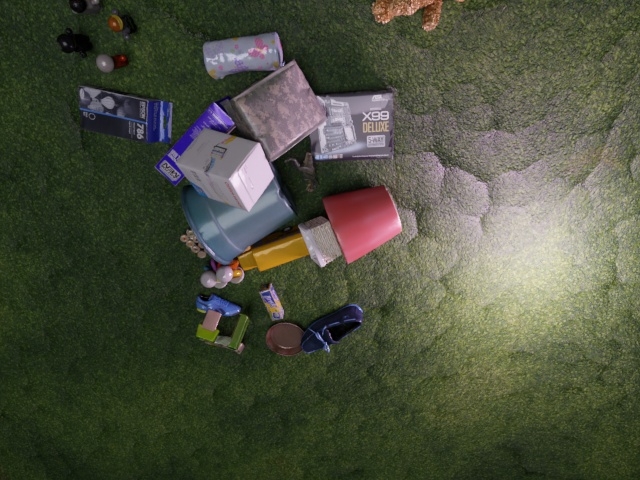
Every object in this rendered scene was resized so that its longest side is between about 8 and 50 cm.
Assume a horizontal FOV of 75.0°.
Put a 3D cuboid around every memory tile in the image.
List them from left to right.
[{"bbox_3d":[-0.520,0.007,1.798,0.113,0.012,0.148,-31,127,10],"label":"memory tile"}]

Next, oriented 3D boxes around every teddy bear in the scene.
[{"bbox_3d":[0.320,-0.802,1.318,0.337,0.113,0.245,8,118,1],"label":"teddy bear"}]

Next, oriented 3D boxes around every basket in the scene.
[{"bbox_3d":[0.000,0.000,1.625,0.103,0.113,0.167,-26,113,-12],"label":"basket"}]

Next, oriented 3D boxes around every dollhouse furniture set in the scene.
[{"bbox_3d":[-0.447,0.421,1.956,0.197,0.151,0.301,17,159,1],"label":"dollhouse furniture set"}]

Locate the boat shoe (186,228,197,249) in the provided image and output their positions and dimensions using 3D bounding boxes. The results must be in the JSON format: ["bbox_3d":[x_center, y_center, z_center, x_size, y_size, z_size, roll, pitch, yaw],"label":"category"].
[{"bbox_3d":[-0.554,-0.006,1.811,0.035,0.035,0.100,-9,117,-2],"label":"boat shoe"}]

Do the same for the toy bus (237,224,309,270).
[{"bbox_3d":[-0.179,0.034,1.732,0.332,0.130,0.108,-19,114,-4],"label":"toy bus"}]

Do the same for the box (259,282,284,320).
[{"bbox_3d":[-0.223,0.282,1.912,0.054,0.059,0.169,-17,114,9],"label":"box"}]

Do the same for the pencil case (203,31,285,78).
[{"bbox_3d":[-0.264,-0.636,1.438,0.273,0.113,0.124,-6,113,6],"label":"pencil case"}]

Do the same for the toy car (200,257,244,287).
[{"bbox_3d":[-0.434,0.130,1.821,0.182,0.159,0.136,-17,79,13],"label":"toy car"}]

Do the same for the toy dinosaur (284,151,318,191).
[{"bbox_3d":[-0.067,-0.281,1.583,0.118,0.268,0.064,24,72,12],"label":"toy dinosaur"}]

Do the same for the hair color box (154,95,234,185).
[{"bbox_3d":[-0.440,-0.370,1.541,0.339,0.185,0.110,-41,107,20],"label":"hair color box"}]

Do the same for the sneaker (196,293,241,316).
[{"bbox_3d":[-0.473,0.296,1.932,0.209,0.069,0.082,8,113,0],"label":"sneaker"}]

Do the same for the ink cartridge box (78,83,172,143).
[{"bbox_3d":[-0.736,-0.473,1.581,0.332,0.065,0.165,10,116,-2],"label":"ink cartridge box"}]

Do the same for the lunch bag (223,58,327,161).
[{"bbox_3d":[-0.139,-0.437,1.410,0.287,0.169,0.235,-39,110,-16],"label":"lunch bag"}]

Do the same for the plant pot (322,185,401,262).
[{"bbox_3d":[0.164,-0.080,1.610,0.243,0.275,0.275,-22,113,3],"label":"plant pot"}]

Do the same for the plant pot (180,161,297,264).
[{"bbox_3d":[-0.286,-0.131,1.587,0.334,0.341,0.341,-26,112,6],"label":"plant pot"}]

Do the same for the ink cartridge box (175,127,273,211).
[{"bbox_3d":[-0.308,-0.233,1.374,0.232,0.168,0.171,20,155,24],"label":"ink cartridge box"}]

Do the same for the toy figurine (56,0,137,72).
[{"bbox_3d":[-0.759,-0.703,1.422,0.213,0.148,0.210,28,115,-9],"label":"toy figurine"}]

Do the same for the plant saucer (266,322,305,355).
[{"bbox_3d":[-0.163,0.469,2.012,0.198,0.036,0.199,2,115,3],"label":"plant saucer"}]

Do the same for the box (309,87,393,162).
[{"bbox_3d":[0.112,-0.421,1.535,0.307,0.076,0.243,-1,116,6],"label":"box"}]

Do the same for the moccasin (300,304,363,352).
[{"bbox_3d":[0.042,0.416,1.909,0.342,0.117,0.137,-41,115,16],"label":"moccasin"}]
